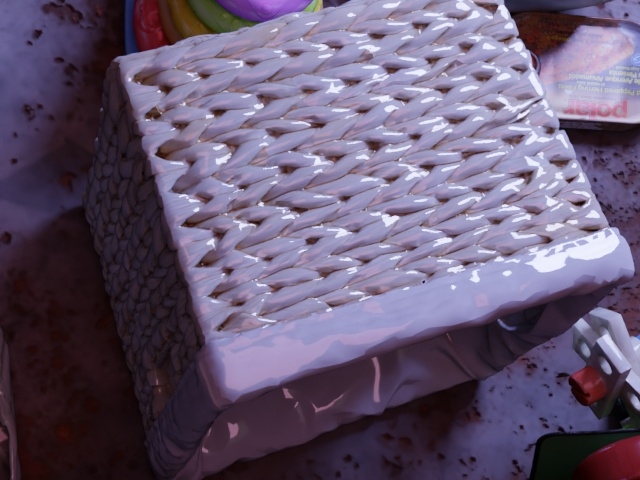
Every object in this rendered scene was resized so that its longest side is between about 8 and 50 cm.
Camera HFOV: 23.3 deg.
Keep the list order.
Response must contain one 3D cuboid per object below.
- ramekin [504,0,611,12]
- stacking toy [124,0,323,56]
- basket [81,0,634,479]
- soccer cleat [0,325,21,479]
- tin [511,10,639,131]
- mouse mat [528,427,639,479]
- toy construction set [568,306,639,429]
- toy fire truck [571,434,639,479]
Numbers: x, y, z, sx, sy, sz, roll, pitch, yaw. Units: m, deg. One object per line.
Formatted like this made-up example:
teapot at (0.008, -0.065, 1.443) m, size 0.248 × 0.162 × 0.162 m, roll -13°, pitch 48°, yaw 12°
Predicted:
ramekin at (0.196, -0.275, 1.392) m, size 0.207 × 0.207 × 0.109 m, roll 1°, pitch 84°, yaw -14°
stacking toy at (-0.056, -0.212, 1.251) m, size 0.175 × 0.302 × 0.165 m, roll 2°, pitch 75°, yaw -13°
basket at (0.000, 0.000, 1.203) m, size 0.331 × 0.328 × 0.266 m, roll -18°, pitch 76°, yaw -18°
soccer cleat at (-0.272, 0.121, 1.226) m, size 0.068 × 0.076 × 0.196 m, roll -12°, pitch 78°, yaw -17°
tin at (0.241, -0.156, 1.457) m, size 0.190 × 0.040 × 0.106 m, roll 3°, pitch 71°, yaw -14°
mouse mat at (0.269, 0.186, 1.292) m, size 0.190 × 0.152 × 0.007 m, roll -4°, pitch 59°, yaw 0°
toy construction set at (0.358, 0.106, 1.315) m, size 0.328 × 0.215 × 0.151 m, roll -13°, pitch 80°, yaw -12°
toy fire truck at (0.330, 0.264, 1.237) m, size 0.254 × 0.302 × 0.169 m, roll -8°, pitch 56°, yaw -13°
